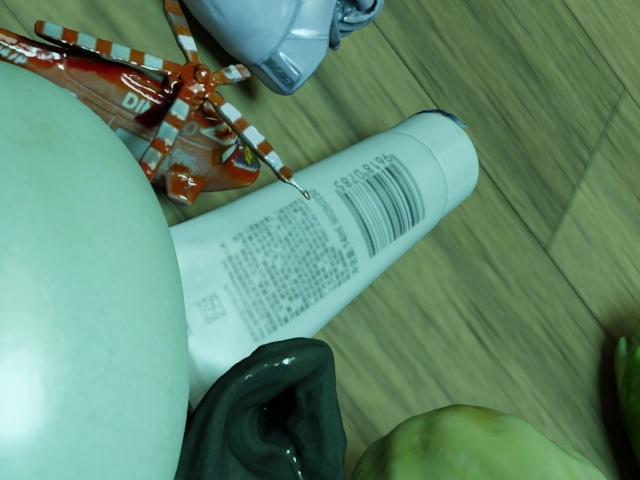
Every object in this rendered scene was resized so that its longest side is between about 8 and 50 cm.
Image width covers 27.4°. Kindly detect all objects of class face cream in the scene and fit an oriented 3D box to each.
[{"bbox_3d":[0.000,0.000,0.646,0.244,0.058,0.092,-33,99,-47],"label":"face cream"}]

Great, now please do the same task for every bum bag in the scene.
[{"bbox_3d":[-0.042,0.168,0.448,0.326,0.080,0.142,-75,158,-44],"label":"bum bag"}]

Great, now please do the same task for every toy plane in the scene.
[{"bbox_3d":[-0.106,-0.061,0.549,0.194,0.077,0.126,4,61,-39],"label":"toy plane"}]

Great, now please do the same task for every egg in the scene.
[{"bbox_3d":[-0.116,0.041,0.404,0.151,0.151,0.209,18,58,-42],"label":"egg"}]

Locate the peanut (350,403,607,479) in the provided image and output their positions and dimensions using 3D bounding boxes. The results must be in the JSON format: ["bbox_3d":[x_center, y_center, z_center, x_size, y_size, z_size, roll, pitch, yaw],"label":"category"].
[{"bbox_3d":[0.114,0.216,0.568,0.147,0.148,0.318,-25,88,-53],"label":"peanut"}]

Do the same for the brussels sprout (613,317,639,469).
[{"bbox_3d":[0.259,0.112,0.797,0.162,0.143,0.180,-27,64,-34],"label":"brussels sprout"}]

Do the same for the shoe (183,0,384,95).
[{"bbox_3d":[-0.005,-0.175,0.725,0.137,0.095,0.245,58,41,-10],"label":"shoe"}]
